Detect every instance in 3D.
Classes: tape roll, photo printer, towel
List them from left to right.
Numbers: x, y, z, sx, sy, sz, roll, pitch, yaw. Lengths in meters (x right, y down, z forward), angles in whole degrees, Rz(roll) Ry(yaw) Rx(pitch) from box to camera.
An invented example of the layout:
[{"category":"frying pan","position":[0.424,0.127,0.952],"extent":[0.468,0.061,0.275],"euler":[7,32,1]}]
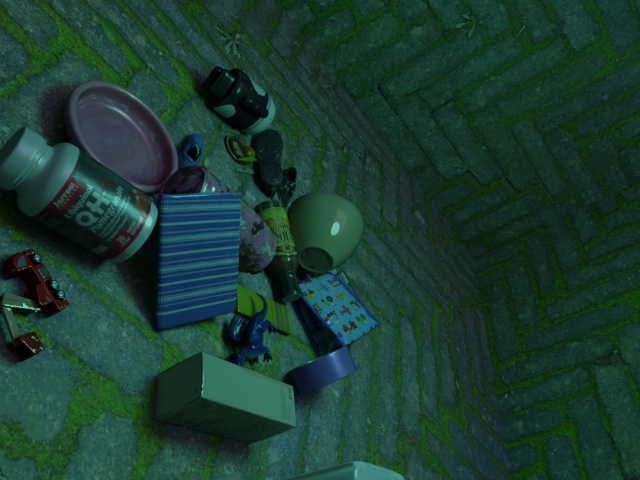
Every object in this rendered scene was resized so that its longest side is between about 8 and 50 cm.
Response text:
[{"category":"towel","position":[-0.303,0.046,1.380],"extent":[0.243,0.040,0.336],"euler":[-8,108,-49]},{"category":"towel","position":[-0.176,0.213,1.691],"extent":[0.237,0.021,0.102],"euler":[33,35,-43]},{"category":"tape roll","position":[0.009,0.388,1.656],"extent":[0.189,0.189,0.080],"euler":[-7,72,-61]},{"category":"photo printer","position":[0.026,0.626,1.328],"extent":[0.256,0.307,0.107],"euler":[38,36,-43]}]

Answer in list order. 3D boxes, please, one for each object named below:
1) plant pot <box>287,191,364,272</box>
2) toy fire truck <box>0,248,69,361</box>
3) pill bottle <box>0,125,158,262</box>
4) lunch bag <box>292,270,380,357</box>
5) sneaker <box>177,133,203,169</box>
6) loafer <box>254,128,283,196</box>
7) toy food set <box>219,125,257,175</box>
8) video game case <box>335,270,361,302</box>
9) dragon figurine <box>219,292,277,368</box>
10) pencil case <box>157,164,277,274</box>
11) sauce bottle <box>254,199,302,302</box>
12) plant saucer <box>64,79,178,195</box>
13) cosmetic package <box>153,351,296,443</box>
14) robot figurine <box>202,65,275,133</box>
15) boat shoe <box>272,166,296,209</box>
[{"category":"plant pot","position":[0.000,0.000,1.925],"extent":[0.284,0.284,0.191],"euler":[46,37,-27]},{"category":"toy fire truck","position":[-0.567,0.119,1.068],"extent":[0.192,0.047,0.135],"euler":[59,28,-4]},{"category":"pill bottle","position":[-0.529,-0.098,1.197],"extent":[0.318,0.176,0.176],"euler":[38,35,-37]},{"category":"lunch bag","position":[0.027,0.229,1.898],"extent":[0.221,0.138,0.293],"euler":[-20,72,-50]},{"category":"sneaker","position":[-0.390,-0.280,1.717],"extent":[0.069,0.082,0.209],"euler":[46,29,-24]},{"category":"loafer","position":[-0.195,-0.293,2.080],"extent":[0.109,0.095,0.302],"euler":[2,49,-11]},{"category":"toy food set","position":[-0.285,-0.331,1.991],"extent":[0.132,0.038,0.192],"euler":[-2,67,-60]},{"category":"video game case","position":[0.077,0.241,2.095],"extent":[0.196,0.026,0.274],"euler":[60,28,-2]},{"category":"dragon figurine","position":[-0.193,0.247,1.520],"extent":[0.144,0.085,0.289],"euler":[48,41,-47]},{"category":"pencil case","position":[-0.275,-0.049,1.530],"extent":[0.386,0.160,0.167],"euler":[48,53,-49]},{"category":"sauce bottle","position":[-0.133,0.034,1.832],"extent":[0.111,0.111,0.344],"euler":[16,51,-55]},{"category":"plant saucer","position":[-0.527,-0.258,1.455],"extent":[0.332,0.084,0.332],"euler":[41,32,-34]},{"category":"cosmetic package","position":[-0.217,0.380,1.308],"extent":[0.309,0.160,0.113],"euler":[36,35,-42]},{"category":"robot figurine","position":[-0.286,-0.508,2.007],"extent":[0.278,0.173,0.209],"euler":[35,39,-41]},{"category":"boat shoe","position":[-0.126,-0.203,2.105],"extent":[0.080,0.076,0.228],"euler":[47,30,-26]}]
